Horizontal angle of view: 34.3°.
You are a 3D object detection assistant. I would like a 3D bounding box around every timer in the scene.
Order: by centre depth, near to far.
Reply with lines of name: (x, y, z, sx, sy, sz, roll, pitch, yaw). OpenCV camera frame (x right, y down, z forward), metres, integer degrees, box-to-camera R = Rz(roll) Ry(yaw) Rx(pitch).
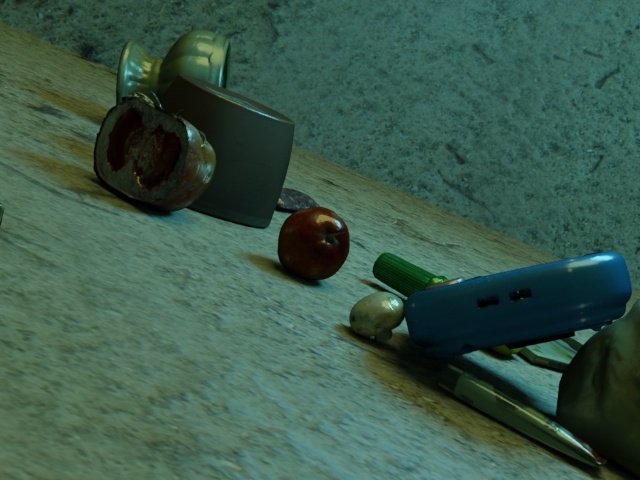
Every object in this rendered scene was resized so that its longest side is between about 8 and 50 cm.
timer: (0.281, 0.093, 1.494, 0.309, 0.115, 0.340, -14, -5, 8)

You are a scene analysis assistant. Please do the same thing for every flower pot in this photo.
flower pot: (-0.344, -0.353, 2.451, 0.244, 0.308, 0.307, 8, 10, -2)

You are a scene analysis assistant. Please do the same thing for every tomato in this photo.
tomato: (-0.264, -0.142, 1.769, 0.214, 0.181, 0.155, 33, 7, 32)

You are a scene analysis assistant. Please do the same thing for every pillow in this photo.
pillow: (-0.077, -0.095, 2.338, 0.118, 0.043, 0.185, 31, 12, 27)

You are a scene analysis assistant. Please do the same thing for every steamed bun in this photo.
steamed bun: (0.532, 0.214, 1.442, 0.367, 0.255, 0.342, 25, 12, 20)

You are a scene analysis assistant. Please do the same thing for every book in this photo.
book: (0.441, 0.206, 1.949, 0.289, 0.026, 0.201, 18, 12, -33)

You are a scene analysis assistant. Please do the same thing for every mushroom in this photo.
mushroom: (0.083, 0.111, 1.499, 0.083, 0.067, 0.083, -18, 18, 6)

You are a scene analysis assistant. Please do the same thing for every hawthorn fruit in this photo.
hawthorn fruit: (-0.011, 0.001, 1.703, 0.125, 0.125, 0.140, 25, -11, 12)

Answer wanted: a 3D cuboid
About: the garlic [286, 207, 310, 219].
garlic: (-0.011, -0.018, 2.037, 0.084, 0.066, 0.152, -11, 20, -22)

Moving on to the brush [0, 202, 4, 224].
brush: (-0.466, -0.057, 1.235, 0.178, 0.033, 0.030, 20, 4, -20)

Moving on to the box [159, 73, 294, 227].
box: (-0.196, -0.177, 2.000, 0.301, 0.216, 0.301, 24, 8, -4)

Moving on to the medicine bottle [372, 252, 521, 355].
medicine bottle: (0.224, 0.108, 1.834, 0.309, 0.076, 0.111, 27, 9, 29)

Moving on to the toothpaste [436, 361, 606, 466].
toothpaste: (0.263, 0.232, 1.357, 0.239, 0.039, 0.062, 29, 4, 19)
